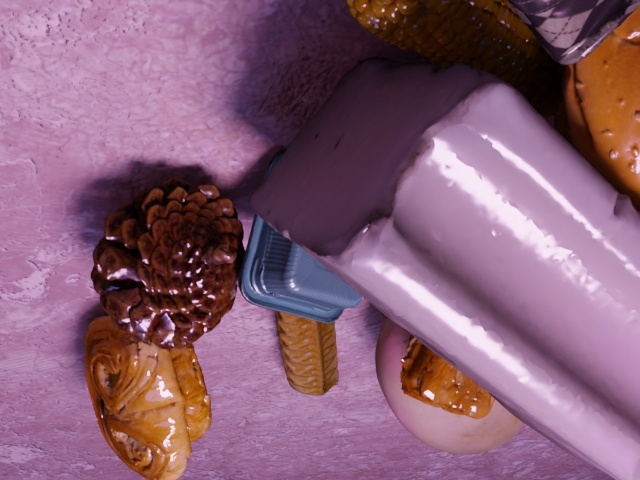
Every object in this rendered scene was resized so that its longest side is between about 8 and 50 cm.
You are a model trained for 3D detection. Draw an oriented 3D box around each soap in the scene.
[{"bbox_3d":[0.168,0.023,0.938,0.435,0.350,0.213,38,89,-26],"label":"soap"}]

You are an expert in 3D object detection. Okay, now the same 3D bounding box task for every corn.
[{"bbox_3d":[0.150,-0.197,0.888,0.313,0.102,0.102,17,139,-40],"label":"corn"}]

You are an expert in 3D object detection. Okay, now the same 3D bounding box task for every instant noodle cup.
[{"bbox_3d":[0.000,0.000,1.076,0.157,0.179,0.070,18,171,-38],"label":"instant noodle cup"}]

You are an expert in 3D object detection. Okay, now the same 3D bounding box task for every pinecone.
[{"bbox_3d":[-0.175,0.036,1.089,0.185,0.168,0.212,-39,172,-36],"label":"pinecone"}]

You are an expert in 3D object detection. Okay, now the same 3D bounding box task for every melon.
[{"bbox_3d":[0.199,0.194,1.382,0.223,0.223,0.317,-20,147,16],"label":"melon"}]

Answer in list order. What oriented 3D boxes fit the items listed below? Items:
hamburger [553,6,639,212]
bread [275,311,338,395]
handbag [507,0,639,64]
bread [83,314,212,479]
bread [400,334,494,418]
[{"bbox_3d":[0.356,-0.157,0.866,0.314,0.290,0.170,1,-170,-11],"label":"hamburger"},{"bbox_3d":[-0.019,0.132,1.368,0.084,0.077,0.367,-5,148,0],"label":"bread"},{"bbox_3d":[0.175,-0.348,0.612,0.317,0.180,0.416,-35,135,21],"label":"handbag"},{"bbox_3d":[-0.244,0.210,1.303,0.120,0.236,0.198,-20,-161,-36],"label":"bread"},{"bbox_3d":[0.191,0.083,1.193,0.139,0.271,0.077,24,172,-24],"label":"bread"}]
